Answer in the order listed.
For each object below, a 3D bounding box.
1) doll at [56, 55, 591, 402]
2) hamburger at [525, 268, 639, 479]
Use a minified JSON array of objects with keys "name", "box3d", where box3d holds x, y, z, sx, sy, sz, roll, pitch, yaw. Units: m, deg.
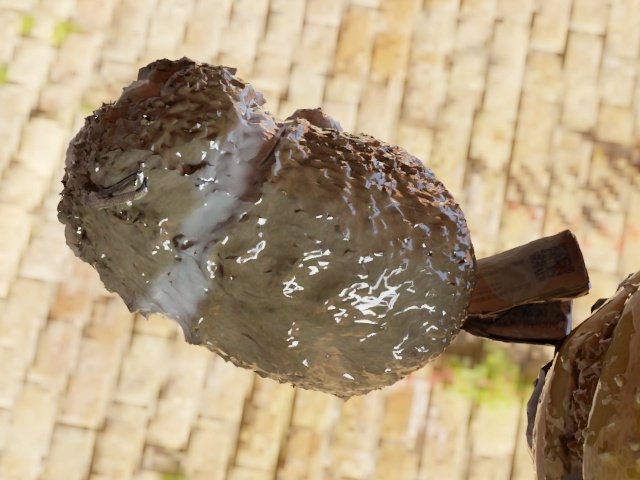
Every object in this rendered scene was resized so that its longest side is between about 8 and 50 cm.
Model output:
[{"name":"doll","box3d":[0.000,0.007,0.789,0.105,0.221,0.115,-59,-161,19]},{"name":"hamburger","box3d":[0.183,0.083,0.751,0.182,0.191,0.118,-63,-170,-10]}]
